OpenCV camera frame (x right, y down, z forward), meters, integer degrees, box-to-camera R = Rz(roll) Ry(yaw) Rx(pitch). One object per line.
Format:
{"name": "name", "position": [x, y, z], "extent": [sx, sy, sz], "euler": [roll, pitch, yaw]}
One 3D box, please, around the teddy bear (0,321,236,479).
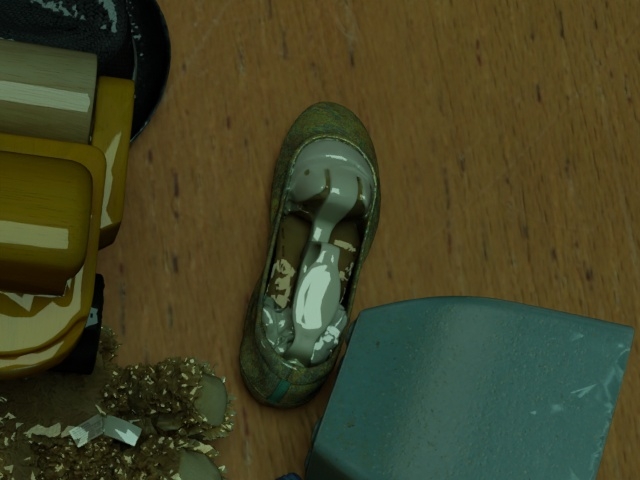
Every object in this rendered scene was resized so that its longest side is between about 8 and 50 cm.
{"name": "teddy bear", "position": [-0.242, 0.176, 1.450], "extent": [0.338, 0.113, 0.245], "euler": [-5, 65, -18]}

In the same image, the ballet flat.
{"name": "ballet flat", "position": [0.000, 0.000, 1.575], "extent": [0.123, 0.123, 0.348], "euler": [17, 67, -8]}

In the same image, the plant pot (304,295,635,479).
{"name": "plant pot", "position": [0.124, 0.191, 1.480], "extent": [0.252, 0.248, 0.247], "euler": [18, 67, 3]}

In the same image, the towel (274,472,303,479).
{"name": "towel", "position": [-0.055, 0.281, 1.507], "extent": [0.119, 0.029, 0.067], "euler": [-32, 81, -22]}

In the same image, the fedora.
{"name": "fedora", "position": [-0.308, -0.225, 1.554], "extent": [0.334, 0.152, 0.334], "euler": [5, 70, -13]}

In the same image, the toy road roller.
{"name": "toy road roller", "position": [-0.267, -0.043, 1.337], "extent": [0.202, 0.240, 0.329], "euler": [7, 71, -12]}
